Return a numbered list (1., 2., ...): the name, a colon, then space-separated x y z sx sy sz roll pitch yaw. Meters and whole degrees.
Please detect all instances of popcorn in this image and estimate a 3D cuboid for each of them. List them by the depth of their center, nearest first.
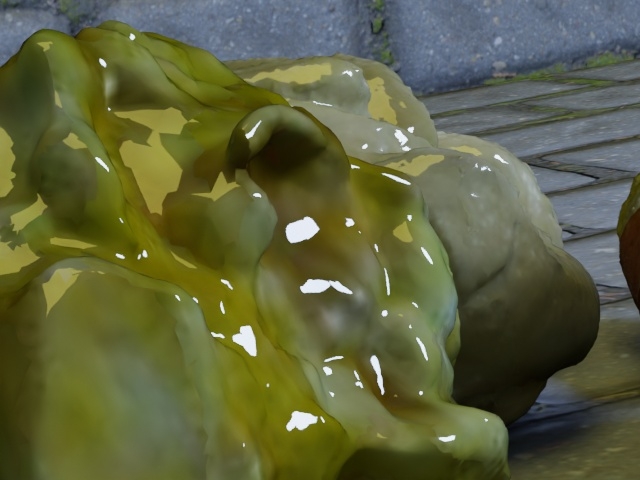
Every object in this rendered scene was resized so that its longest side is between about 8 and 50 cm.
1. popcorn: -0.097 0.059 0.892 0.334 0.292 0.293 -22 0 -35

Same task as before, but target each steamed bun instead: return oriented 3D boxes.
1. steamed bun: -0.005 0.000 1.224 0.324 0.230 0.372 -4 8 -2

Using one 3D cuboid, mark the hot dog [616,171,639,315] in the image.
1. hot dog: 0.255 0.028 1.267 0.123 0.093 0.261 2 26 1
